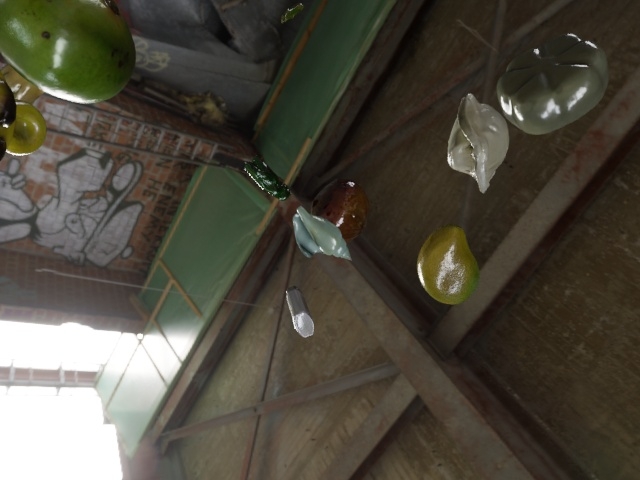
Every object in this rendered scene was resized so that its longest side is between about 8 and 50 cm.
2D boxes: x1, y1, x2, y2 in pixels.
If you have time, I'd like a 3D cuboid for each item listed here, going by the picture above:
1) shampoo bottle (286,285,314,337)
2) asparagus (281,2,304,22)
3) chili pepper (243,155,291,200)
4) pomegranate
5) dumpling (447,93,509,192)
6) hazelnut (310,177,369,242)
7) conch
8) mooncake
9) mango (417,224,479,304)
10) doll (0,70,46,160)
[{"bbox_3d":[-0.065,0.214,1.419,0.227,0.056,0.086,-126,-164,-73],"label":"shampoo bottle"},{"bbox_3d":[-0.076,-0.594,1.204,0.108,0.021,0.025,-54,174,-36],"label":"asparagus"},{"bbox_3d":[-0.206,-0.242,1.802,0.061,0.224,0.098,-19,-145,44],"label":"chili pepper"},{"bbox_3d":[-0.597,-0.415,1.074,0.359,0.310,0.216,-39,-98,8],"label":"pomegranate"},{"bbox_3d":[0.303,-0.193,0.898,0.119,0.136,0.198,-14,-97,31],"label":"dumpling"},{"bbox_3d":[0.073,-0.103,1.701,0.217,0.217,0.251,38,-72,49],"label":"hazelnut"},{"bbox_3d":[0.003,-0.006,0.991,0.088,0.180,0.065,-33,-153,35],"label":"conch"},{"bbox_3d":[0.598,-0.414,1.201,0.275,0.135,0.274,-26,-137,27],"label":"mooncake"},{"bbox_3d":[0.263,0.055,0.963,0.122,0.191,0.085,-25,-152,13],"label":"mango"},{"bbox_3d":[-0.406,-0.159,0.260,0.161,0.423,0.347,13,-59,31],"label":"doll"}]
